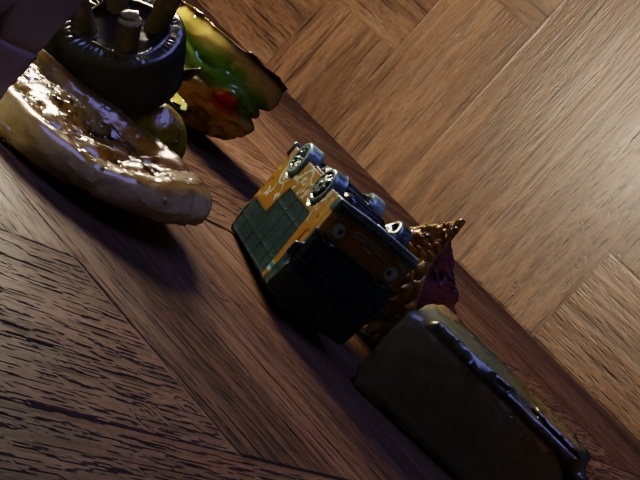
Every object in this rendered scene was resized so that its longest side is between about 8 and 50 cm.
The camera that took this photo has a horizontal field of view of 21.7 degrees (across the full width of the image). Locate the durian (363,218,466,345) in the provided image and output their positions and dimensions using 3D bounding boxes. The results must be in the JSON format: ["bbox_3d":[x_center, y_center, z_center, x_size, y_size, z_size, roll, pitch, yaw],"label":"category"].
[{"bbox_3d":[0.094,0.068,2.168,0.186,0.154,0.260,28,-24,33],"label":"durian"}]

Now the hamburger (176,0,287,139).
[{"bbox_3d":[-0.175,-0.241,2.503,0.237,0.149,0.237,41,-1,1],"label":"hamburger"}]

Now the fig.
[{"bbox_3d":[-0.203,-0.124,2.014,0.082,0.084,0.098,11,17,-1],"label":"fig"}]

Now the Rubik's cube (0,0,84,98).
[{"bbox_3d":[-0.369,-0.315,1.460,0.291,0.291,0.290,45,8,18],"label":"Rubik's cube"}]

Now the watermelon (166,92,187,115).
[{"bbox_3d":[-0.235,-0.196,2.276,0.105,0.062,0.105,36,16,-12],"label":"watermelon"}]

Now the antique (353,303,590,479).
[{"bbox_3d":[0.184,0.207,1.928,0.284,0.125,0.150,44,10,13],"label":"antique"}]

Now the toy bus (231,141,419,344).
[{"bbox_3d":[0.000,0.000,2.011,0.138,0.167,0.275,39,4,-21],"label":"toy bus"}]

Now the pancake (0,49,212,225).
[{"bbox_3d":[-0.258,-0.124,1.790,0.356,0.065,0.356,37,7,-5],"label":"pancake"}]

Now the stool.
[{"bbox_3d":[-0.260,-0.240,1.976,0.228,0.139,0.153,-4,47,-13],"label":"stool"}]
